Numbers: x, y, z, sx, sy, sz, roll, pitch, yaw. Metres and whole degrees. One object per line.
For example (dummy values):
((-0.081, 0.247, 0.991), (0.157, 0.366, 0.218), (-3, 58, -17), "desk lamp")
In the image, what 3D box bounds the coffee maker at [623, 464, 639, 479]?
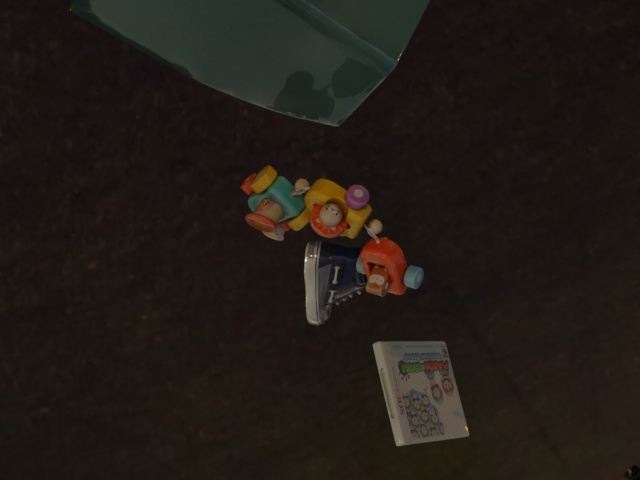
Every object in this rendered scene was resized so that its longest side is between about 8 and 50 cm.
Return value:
((0.210, 0.266, 0.646), (0.178, 0.120, 0.171), (-27, -162, -15), "coffee maker")

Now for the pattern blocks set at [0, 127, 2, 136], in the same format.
((-0.572, -0.078, 1.300), (0.325, 0.026, 0.285), (-38, 142, 12), "pattern blocks set")

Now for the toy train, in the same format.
((0.000, 0.000, 0.814), (0.166, 0.046, 0.125), (17, 146, 27), "toy train")

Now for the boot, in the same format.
((0.025, 0.068, 1.365), (0.086, 0.069, 0.190), (6, 150, 6), "boot")

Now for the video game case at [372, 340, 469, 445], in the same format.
((0.143, 0.211, 1.360), (0.019, 0.143, 0.157), (-27, 158, 37), "video game case")

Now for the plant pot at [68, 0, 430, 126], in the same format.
((-0.040, -0.211, 0.761), (0.234, 0.165, 0.166), (32, 149, -10), "plant pot")
